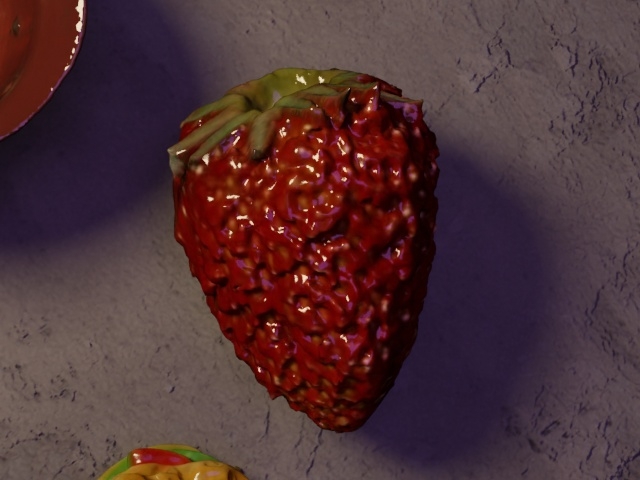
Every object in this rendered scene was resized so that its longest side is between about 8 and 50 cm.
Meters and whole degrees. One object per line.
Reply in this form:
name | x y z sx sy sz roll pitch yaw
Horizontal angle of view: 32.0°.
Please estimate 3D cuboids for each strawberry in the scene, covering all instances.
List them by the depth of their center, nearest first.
strawberry | 0.002 -0.001 1.118 0.292 0.292 0.344 -18 112 -14

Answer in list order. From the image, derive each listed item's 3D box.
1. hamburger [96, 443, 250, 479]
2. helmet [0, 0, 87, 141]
hamburger | -0.140 0.315 1.088 0.237 0.149 0.237 2 83 -13
helmet | -0.428 -0.211 1.034 0.384 0.230 0.338 0 86 -21
